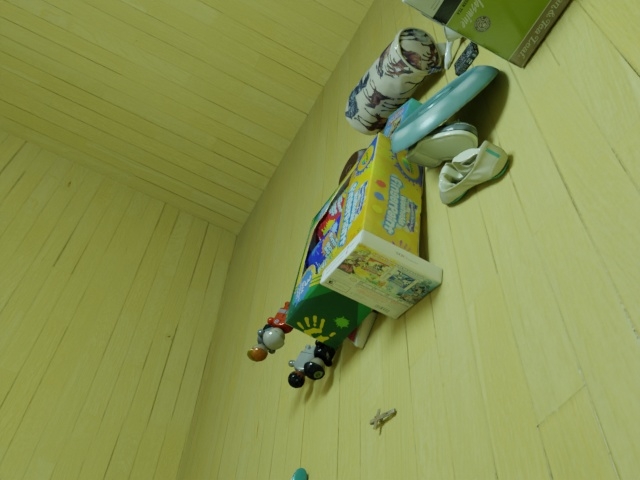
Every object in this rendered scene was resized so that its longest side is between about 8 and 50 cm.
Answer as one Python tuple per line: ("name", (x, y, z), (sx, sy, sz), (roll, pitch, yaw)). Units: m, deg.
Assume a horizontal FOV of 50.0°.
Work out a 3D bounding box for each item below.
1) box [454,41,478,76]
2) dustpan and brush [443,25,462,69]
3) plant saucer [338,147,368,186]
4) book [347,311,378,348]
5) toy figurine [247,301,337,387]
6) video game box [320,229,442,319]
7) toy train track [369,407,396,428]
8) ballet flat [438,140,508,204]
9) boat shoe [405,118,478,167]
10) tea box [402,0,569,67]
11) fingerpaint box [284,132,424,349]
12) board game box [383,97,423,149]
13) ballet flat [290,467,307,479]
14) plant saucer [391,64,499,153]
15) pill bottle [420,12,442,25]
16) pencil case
("box", (0.397, -0.495, 1.873), (0.083, 0.018, 0.067), (-55, 18, 36))
("dustpan and brush", (0.382, -0.601, 1.972), (0.060, 0.147, 0.211), (2, 100, 33))
("plant saucer", (0.113, -0.246, 2.445), (0.198, 0.036, 0.198), (-59, 15, 27))
("book", (0.095, 0.214, 1.759), (0.144, 0.035, 0.096), (-160, 92, -76))
("toy figurine", (-0.075, 0.295, 1.865), (0.209, 0.213, 0.148), (-45, 11, 52))
("video game box", (0.130, 0.079, 1.504), (0.187, 0.205, 0.048), (-47, 22, 50))
("toy train track", (0.131, 0.366, 1.419), (0.083, 0.014, 0.048), (-42, 19, 44))
("ballet flat", (0.309, -0.149, 1.492), (0.248, 0.086, 0.086), (-37, 32, 62))
("boat shoe", (0.293, -0.250, 1.652), (0.319, 0.116, 0.099), (164, 126, -78))
("tea box", (0.385, -0.615, 1.495), (0.329, 0.324, 0.220), (-57, 17, 28))
("fingerpaint box", (0.094, -0.009, 1.781), (0.371, 0.163, 0.444), (-51, 16, 37))
("board game box", (0.231, -0.312, 2.104), (0.210, 0.047, 0.160), (-70, 14, -16))
("ballet flat", (-0.057, 0.604, 1.647), (0.041, 0.041, 0.114), (-53, 18, 39))
("plant saucer", (0.289, -0.326, 1.666), (0.318, 0.043, 0.317), (-39, 9, 7))
("pill bottle", (0.403, -0.775, 2.112), (0.214, 0.117, 0.117), (-61, 15, 16))
("pencil case", (0.227, -0.493, 2.183), (0.410, 0.184, 0.159), (137, 135, -58))
